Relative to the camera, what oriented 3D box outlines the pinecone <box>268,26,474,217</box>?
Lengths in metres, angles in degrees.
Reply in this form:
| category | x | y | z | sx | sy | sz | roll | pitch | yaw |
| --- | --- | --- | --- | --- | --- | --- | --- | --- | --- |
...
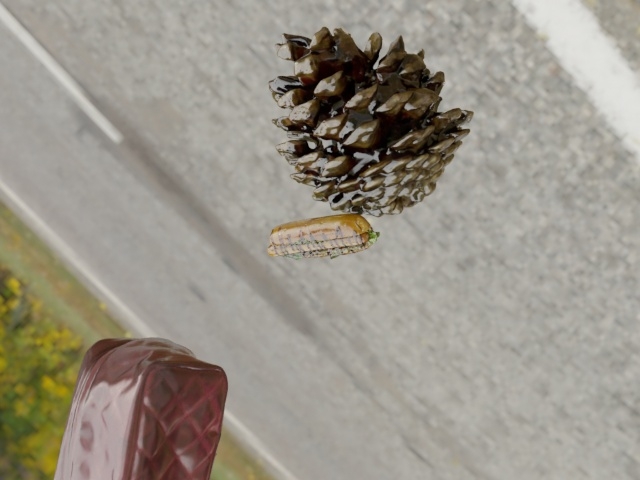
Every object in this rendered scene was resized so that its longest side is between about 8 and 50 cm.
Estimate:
| category | x | y | z | sx | sy | sz | roll | pitch | yaw |
| --- | --- | --- | --- | --- | --- | --- | --- | --- | --- |
| pinecone | 0.043 | -0.127 | 1.395 | 0.179 | 0.184 | 0.204 | -40 | 65 | 34 |

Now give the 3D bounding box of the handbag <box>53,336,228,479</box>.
| category | x | y | z | sx | sy | sz | roll | pitch | yaw |
| --- | --- | --- | --- | --- | --- | --- | --- | --- | --- |
| handbag | -0.198 | 0.219 | 1.523 | 0.146 | 0.225 | 0.135 | 8 | -177 | -45 |

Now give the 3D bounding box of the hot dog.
| category | x | y | z | sx | sy | sz | roll | pitch | yaw |
| --- | --- | --- | --- | --- | --- | --- | --- | --- | --- |
| hot dog | 0.000 | 0.000 | 1.382 | 0.122 | 0.037 | 0.049 | -10 | 138 | 28 |
